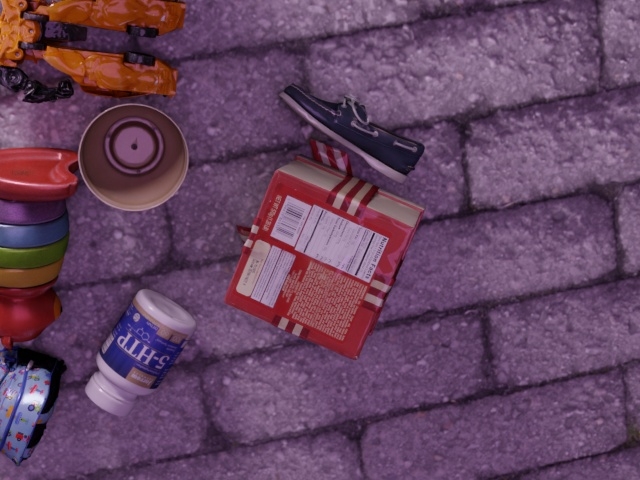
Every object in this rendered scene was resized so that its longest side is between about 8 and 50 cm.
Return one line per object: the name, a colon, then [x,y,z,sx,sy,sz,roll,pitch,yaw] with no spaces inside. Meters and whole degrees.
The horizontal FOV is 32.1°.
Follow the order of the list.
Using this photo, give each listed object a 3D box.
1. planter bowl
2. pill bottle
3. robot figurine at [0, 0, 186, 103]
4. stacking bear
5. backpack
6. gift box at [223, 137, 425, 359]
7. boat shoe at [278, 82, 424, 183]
planter bowl: [-0.283,-0.135,1.690,0.162,0.109,0.162,-2,105,-8]
pill bottle: [-0.292,0.182,1.775,0.112,0.112,0.187,32,98,-16]
robot figurine: [-0.353,-0.302,1.646,0.291,0.085,0.211,6,104,-12]
stacking bear: [-0.454,0.020,1.687,0.164,0.175,0.289,3,112,-11]
backpack: [-0.477,0.261,1.734,0.117,0.173,0.158,22,101,-15]
gift box: [0.000,0.000,1.705,0.276,0.258,0.255,28,102,4]
boat shoe: [0.053,-0.181,1.741,0.254,0.095,0.079,32,100,-17]
